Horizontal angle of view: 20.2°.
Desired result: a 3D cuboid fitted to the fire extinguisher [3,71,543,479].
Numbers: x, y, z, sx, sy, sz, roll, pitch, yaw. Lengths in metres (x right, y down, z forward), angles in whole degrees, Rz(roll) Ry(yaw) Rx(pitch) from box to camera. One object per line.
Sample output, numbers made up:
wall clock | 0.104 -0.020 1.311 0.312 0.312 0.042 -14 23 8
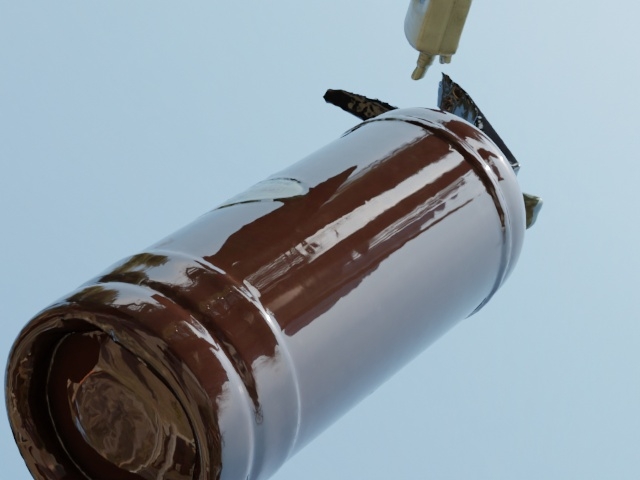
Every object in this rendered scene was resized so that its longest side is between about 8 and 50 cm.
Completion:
fire extinguisher | 0.000 0.000 0.779 0.138 0.344 0.102 31 -55 19

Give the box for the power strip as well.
power strip | 0.086 -0.185 1.124 0.030 0.047 0.191 9 -61 -14
